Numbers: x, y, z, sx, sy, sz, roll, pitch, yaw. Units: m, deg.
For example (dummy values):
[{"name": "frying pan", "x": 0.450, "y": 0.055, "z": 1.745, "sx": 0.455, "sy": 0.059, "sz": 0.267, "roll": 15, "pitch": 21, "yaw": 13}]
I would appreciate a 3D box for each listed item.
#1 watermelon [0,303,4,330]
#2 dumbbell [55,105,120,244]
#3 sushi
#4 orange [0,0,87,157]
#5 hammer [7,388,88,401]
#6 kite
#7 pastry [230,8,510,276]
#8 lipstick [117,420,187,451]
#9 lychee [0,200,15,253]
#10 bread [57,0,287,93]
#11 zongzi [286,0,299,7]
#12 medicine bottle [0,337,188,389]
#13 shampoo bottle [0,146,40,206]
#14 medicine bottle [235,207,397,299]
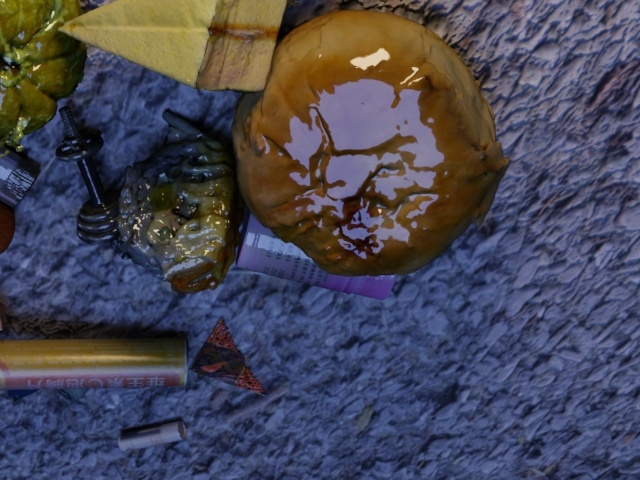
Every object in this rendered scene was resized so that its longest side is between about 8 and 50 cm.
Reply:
[{"name": "watermelon", "x": -0.613, "y": 0.145, "z": 1.963, "sx": 0.072, "sy": 0.084, "sz": 0.092, "roll": 43, "pitch": 100, "yaw": -15}, {"name": "dumbbell", "x": -0.372, "y": -0.102, "z": 1.749, "sx": 0.110, "sy": 0.110, "sz": 0.254, "roll": -8, "pitch": 120, "yaw": 10}, {"name": "sushi", "x": -0.217, "y": -0.056, "z": 1.708, "sx": 0.184, "sy": 0.274, "sz": 0.139, "roll": 3, "pitch": 156, "yaw": 8}, {"name": "orange", "x": -0.483, "y": -0.283, "z": 1.502, "sx": 0.300, "sy": 0.223, "sz": 0.301, "roll": -52, "pitch": 143, "yaw": -10}, {"name": "hammer", "x": -0.540, "y": 0.276, "z": 2.084, "sx": 0.194, "sy": 0.069, "sz": 0.116, "roll": -25, "pitch": 123, "yaw": 31}, {"name": "kite", "x": -0.199, "y": 0.236, "z": 2.058, "sx": 0.125, "sy": 0.008, "sz": 0.222, "roll": -14, "pitch": 126, "yaw": 15}, {"name": "pastry", "x": 0.070, "y": -0.144, "z": 1.579, "sx": 0.410, "sy": 0.245, "sz": 0.409, "roll": 2, "pitch": 118, "yaw": 4}, {"name": "lipstick", "x": -0.342, "y": 0.396, "z": 2.174, "sx": 0.141, "sy": 0.040, "sz": 0.040, "roll": -14, "pitch": 126, "yaw": 16}, {"name": "lychee", "x": -0.567, "y": -0.038, "z": 1.814, "sx": 0.101, "sy": 0.140, "sz": 0.114, "roll": 0, "pitch": 167, "yaw": -2}, {"name": "bread", "x": -0.197, "y": -0.312, "z": 1.433, "sx": 0.264, "sy": 0.168, "sz": 0.163, "roll": 25, "pitch": 109, "yaw": 22}, {"name": "zongzi", "x": -0.078, "y": -0.442, "z": 1.416, "sx": 0.242, "sy": 0.112, "sz": 0.221, "roll": 31, "pitch": 146, "yaw": -19}, {"name": "medicine bottle", "x": -0.456, "y": 0.223, "z": 1.959, "sx": 0.426, "sy": 0.108, "sz": 0.108, "roll": 0, "pitch": 129, "yaw": -10}, {"name": "shampoo bottle", "x": -0.576, "y": -0.143, "z": 1.751, "sx": 0.227, "sy": 0.056, "sz": 0.086, "roll": 32, "pitch": 122, "yaw": -20}, {"name": "medicine bottle", "x": 0.000, "y": 0.000, "z": 1.765, "sx": 0.254, "sy": 0.152, "sz": 0.152, "roll": 13, "pitch": 128, "yaw": -7}]
